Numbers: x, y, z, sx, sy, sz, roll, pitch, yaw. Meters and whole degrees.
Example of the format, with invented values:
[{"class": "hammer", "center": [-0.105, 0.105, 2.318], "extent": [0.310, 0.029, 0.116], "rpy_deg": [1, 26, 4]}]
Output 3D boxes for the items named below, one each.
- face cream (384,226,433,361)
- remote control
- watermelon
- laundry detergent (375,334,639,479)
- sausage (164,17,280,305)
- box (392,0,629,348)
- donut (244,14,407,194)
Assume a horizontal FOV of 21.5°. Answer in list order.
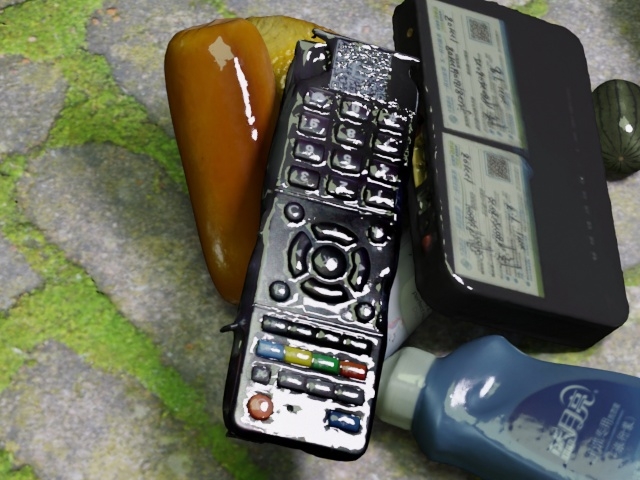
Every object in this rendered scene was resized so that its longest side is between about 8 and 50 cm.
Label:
[{"class": "face cream", "center": [0.068, 0.052, 1.573], "extent": [0.075, 0.075, 0.229], "rpy_deg": [33, 60, 22]}, {"class": "remote control", "center": [0.000, 0.000, 1.498], "extent": [0.144, 0.062, 0.399], "rpy_deg": [15, 65, -9]}, {"class": "watermelon", "center": [0.304, -0.117, 1.704], "extent": [0.078, 0.078, 0.111], "rpy_deg": [0, 52, -1]}, {"class": "laundry detergent", "center": [0.182, 0.158, 1.482], "extent": [0.290, 0.094, 0.143], "rpy_deg": [18, 59, 12]}, {"class": "sausage", "center": [-0.078, -0.072, 1.583], "extent": [0.105, 0.105, 0.274], "rpy_deg": [-12, 91, -10]}, {"class": "box", "center": [0.176, -0.076, 1.607], "extent": [0.211, 0.058, 0.350], "rpy_deg": [14, 56, -26]}, {"class": "donut", "center": [-0.013, -0.140, 1.668], "extent": [0.259, 0.152, 0.101], "rpy_deg": [28, 58, 19]}]
